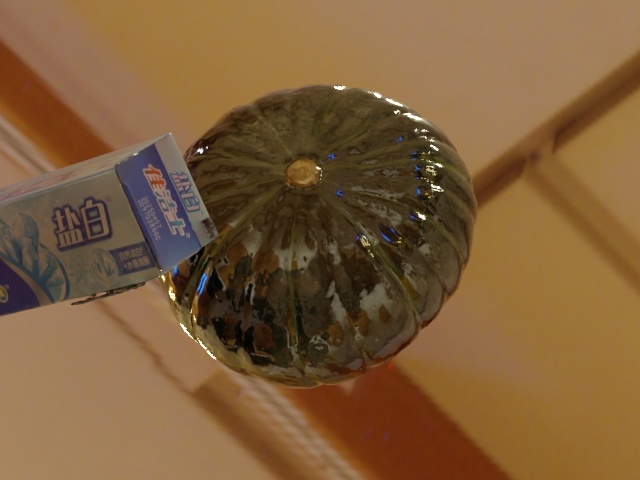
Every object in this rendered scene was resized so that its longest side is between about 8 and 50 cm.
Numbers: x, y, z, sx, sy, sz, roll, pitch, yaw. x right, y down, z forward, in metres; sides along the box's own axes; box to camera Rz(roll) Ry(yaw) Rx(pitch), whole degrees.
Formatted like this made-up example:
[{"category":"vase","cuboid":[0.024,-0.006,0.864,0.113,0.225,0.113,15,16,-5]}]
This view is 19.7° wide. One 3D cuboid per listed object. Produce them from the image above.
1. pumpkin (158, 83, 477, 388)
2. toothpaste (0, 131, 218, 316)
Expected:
[{"category":"pumpkin","cuboid":[0.000,0.000,1.418,0.250,0.250,0.216,-11,-34,21]},{"category":"toothpaste","cuboid":[-0.172,0.005,1.018,0.272,0.053,0.066,-13,-74,44]}]
